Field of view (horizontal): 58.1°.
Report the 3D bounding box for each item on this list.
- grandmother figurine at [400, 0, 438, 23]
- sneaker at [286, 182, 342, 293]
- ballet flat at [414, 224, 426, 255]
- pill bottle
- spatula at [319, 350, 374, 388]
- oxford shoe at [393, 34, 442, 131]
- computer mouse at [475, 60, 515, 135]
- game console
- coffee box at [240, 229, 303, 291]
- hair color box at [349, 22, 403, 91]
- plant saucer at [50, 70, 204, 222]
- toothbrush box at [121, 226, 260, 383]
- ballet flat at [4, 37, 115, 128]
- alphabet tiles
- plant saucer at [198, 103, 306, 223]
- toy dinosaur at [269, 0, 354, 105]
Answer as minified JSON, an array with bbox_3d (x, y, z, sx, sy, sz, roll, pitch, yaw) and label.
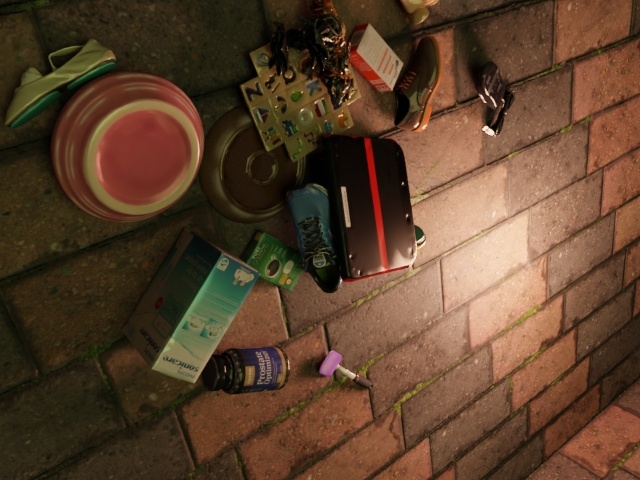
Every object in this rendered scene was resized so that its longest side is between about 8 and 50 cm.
[{"bbox_3d":[0.200,-0.739,1.476,0.342,0.104,0.207,42,71,-42],"label":"grandmother figurine"},{"bbox_3d":[0.000,0.000,1.496,0.130,0.147,0.329,-15,123,10],"label":"sneaker"},{"bbox_3d":[0.174,0.053,1.751,0.349,0.123,0.123,-21,118,-28],"label":"ballet flat"},{"bbox_3d":[-0.203,0.352,1.561,0.219,0.123,0.122,5,104,-38],"label":"pill bottle"},{"bbox_3d":[0.092,0.436,1.876,0.296,0.030,0.084,38,84,-40],"label":"spatula"},{"bbox_3d":[0.273,-0.448,1.642,0.099,0.097,0.271,-2,108,-30],"label":"oxford shoe"},{"bbox_3d":[0.541,-0.451,1.867,0.262,0.060,0.184,23,88,-52],"label":"computer mouse"},{"bbox_3d":[0.139,-0.096,1.581,0.342,0.060,0.386,-8,90,-47],"label":"game console"},{"bbox_3d":[-0.124,0.056,1.563,0.184,0.040,0.113,30,87,-40],"label":"coffee box"},{"bbox_3d":[0.144,-0.487,1.545,0.167,0.053,0.093,35,71,-38],"label":"hair color box"},{"bbox_3d":[-0.385,-0.183,1.215,0.332,0.084,0.332,-23,128,-32],"label":"plant saucer"},{"bbox_3d":[-0.307,0.146,1.346,0.126,0.216,0.295,32,87,-39],"label":"toothbrush box"},{"bbox_3d":[-0.518,-0.313,1.115,0.248,0.086,0.086,-40,126,-20],"label":"ballet flat"},{"bbox_3d":[-0.039,-0.374,1.448,0.343,0.011,0.285,-37,118,-29],"label":"alphabet tiles"},{"bbox_3d":[-0.154,-0.187,1.447,0.311,0.050,0.310,-13,113,-33],"label":"plant saucer"},{"bbox_3d":[-0.010,-0.482,1.384,0.218,0.164,0.321,-40,102,-44],"label":"toy dinosaur"}]
